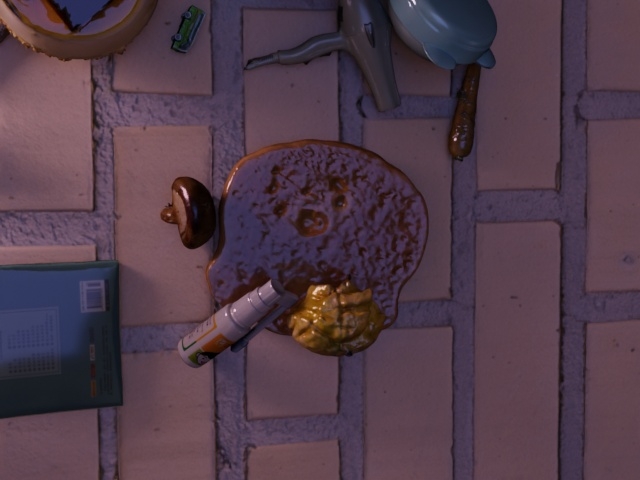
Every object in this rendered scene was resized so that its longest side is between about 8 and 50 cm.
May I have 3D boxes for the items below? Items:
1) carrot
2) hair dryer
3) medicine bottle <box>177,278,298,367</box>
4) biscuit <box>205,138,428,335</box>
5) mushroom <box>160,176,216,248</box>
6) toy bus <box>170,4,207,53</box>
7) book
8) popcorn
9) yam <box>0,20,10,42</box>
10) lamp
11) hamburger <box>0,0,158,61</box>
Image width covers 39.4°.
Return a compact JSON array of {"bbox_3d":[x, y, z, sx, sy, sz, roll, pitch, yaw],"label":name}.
[{"bbox_3d":[0.278,-0.272,1.672,0.049,0.049,0.254,12,87,-13],"label":"carrot"},{"bbox_3d":[0.032,-0.302,1.614,0.267,0.092,0.229,-36,106,5],"label":"hair dryer"},{"bbox_3d":[-0.141,0.146,1.546,0.221,0.061,0.092,-37,137,23],"label":"medicine bottle"},{"bbox_3d":[0.000,0.000,1.612,0.385,0.062,0.364,14,92,-12],"label":"biscuit"},{"bbox_3d":[-0.225,-0.047,1.535,0.087,0.127,0.127,-15,96,-19],"label":"mushroom"},{"bbox_3d":[-0.232,-0.367,1.562,0.037,0.031,0.083,25,87,-22],"label":"toy bus"},{"bbox_3d":[-0.523,0.169,1.493,0.380,0.031,0.264,-1,93,-22],"label":"book"},{"bbox_3d":[0.030,0.136,1.534,0.167,0.148,0.152,5,60,-28],"label":"popcorn"},{"bbox_3d":[-0.559,-0.325,1.491,0.032,0.032,0.145,44,83,-11],"label":"yam"},{"bbox_3d":[0.203,-0.427,1.585,0.209,0.147,0.283,-13,86,-46],"label":"lamp"},{"bbox_3d":[-0.394,-0.434,1.450,0.294,0.179,0.276,-44,98,-4],"label":"hamburger"}]
